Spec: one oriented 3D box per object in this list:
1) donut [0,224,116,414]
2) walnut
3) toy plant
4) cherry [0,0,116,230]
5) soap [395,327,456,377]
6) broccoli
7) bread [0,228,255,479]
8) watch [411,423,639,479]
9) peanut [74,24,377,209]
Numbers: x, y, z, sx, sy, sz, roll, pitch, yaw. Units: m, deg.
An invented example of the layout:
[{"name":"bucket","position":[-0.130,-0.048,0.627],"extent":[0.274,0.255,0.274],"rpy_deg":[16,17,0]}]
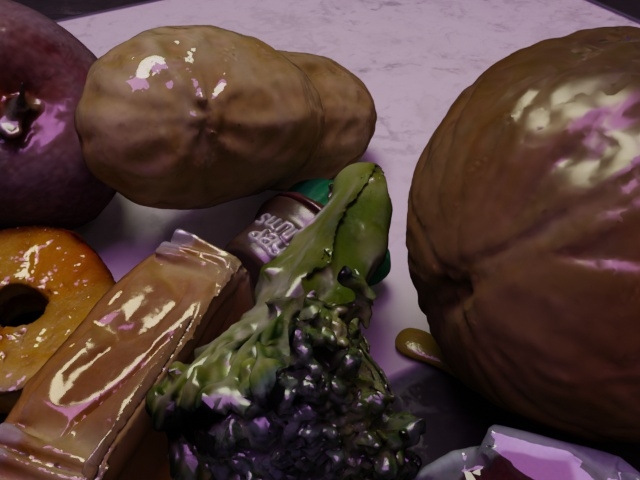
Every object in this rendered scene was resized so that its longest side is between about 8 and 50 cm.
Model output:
[{"name":"donut","position":[-0.268,0.074,0.554],"extent":[0.190,0.075,0.174],"rpy_deg":[25,48,21]},{"name":"walnut","position":[0.227,-0.011,0.470],"extent":[0.332,0.333,0.333],"rpy_deg":[-2,42,1]},{"name":"toy plant","position":[0.000,0.000,0.602],"extent":[0.143,0.105,0.200],"rpy_deg":[34,42,26]},{"name":"cherry","position":[-0.338,-0.122,0.649],"extent":[0.307,0.261,0.221],"rpy_deg":[-12,44,48]},{"name":"soap","position":[0.109,0.102,0.546],"extent":[0.089,0.012,0.034],"rpy_deg":[20,47,24]},{"name":"broccoli","position":[0.005,0.049,0.443],"extent":[0.164,0.145,0.304],"rpy_deg":[-19,35,32]},{"name":"bread","position":[-0.134,0.114,0.455],"extent":[0.107,0.136,0.241],"rpy_deg":[10,42,17]},{"name":"watch","position":[0.136,0.228,0.321],"extent":[0.253,0.162,0.241],"rpy_deg":[17,34,28]},{"name":"peanut","position":[-0.072,-0.130,0.640],"extent":[0.192,0.170,0.387],"rpy_deg":[-9,5,36]}]
